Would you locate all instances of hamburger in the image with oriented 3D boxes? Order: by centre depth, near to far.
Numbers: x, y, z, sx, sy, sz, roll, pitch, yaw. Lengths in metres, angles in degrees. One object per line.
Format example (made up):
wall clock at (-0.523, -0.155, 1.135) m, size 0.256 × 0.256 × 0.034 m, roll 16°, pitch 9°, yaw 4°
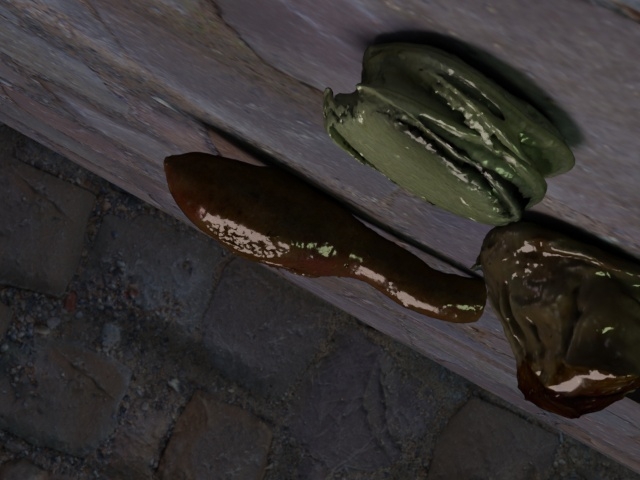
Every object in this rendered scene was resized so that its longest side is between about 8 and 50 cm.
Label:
hamburger at (0.070, -0.058, 0.628) m, size 0.133 × 0.062 × 0.140 m, roll 34°, pitch 174°, yaw -30°

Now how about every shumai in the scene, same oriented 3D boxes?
shumai at (0.200, 0.075, 0.861) m, size 0.201 × 0.120 × 0.201 m, roll 26°, pitch 171°, yaw 4°

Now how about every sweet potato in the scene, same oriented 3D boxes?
sweet potato at (0.000, 0.000, 1.239) m, size 0.385 × 0.109 × 0.109 m, roll 24°, pitch 174°, yaw -5°

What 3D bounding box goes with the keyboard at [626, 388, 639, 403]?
keyboard at (0.356, 0.158, 0.984) m, size 0.317 × 0.027 × 0.106 m, roll 24°, pitch 169°, yaw 36°
